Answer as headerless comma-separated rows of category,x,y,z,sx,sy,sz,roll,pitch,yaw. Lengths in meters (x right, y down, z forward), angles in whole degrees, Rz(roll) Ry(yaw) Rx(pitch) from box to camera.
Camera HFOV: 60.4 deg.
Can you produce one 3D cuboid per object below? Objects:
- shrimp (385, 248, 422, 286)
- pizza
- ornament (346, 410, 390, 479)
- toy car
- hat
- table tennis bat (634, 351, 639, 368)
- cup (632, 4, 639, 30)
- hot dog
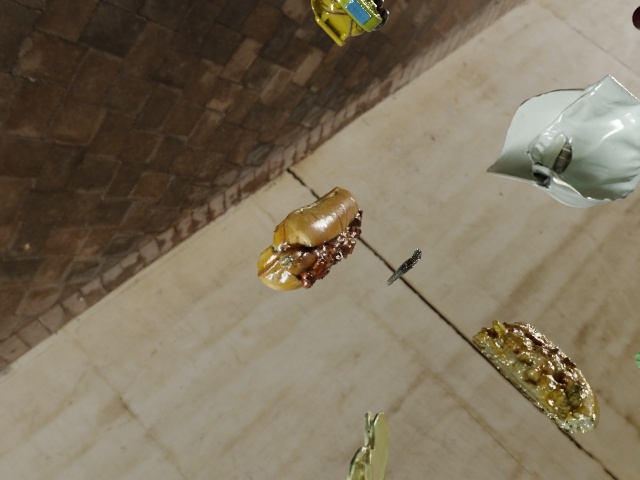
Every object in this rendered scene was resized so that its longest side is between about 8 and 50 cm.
shrimp,0.269,0.094,1.770,0.161,0.034,0.091,-48,174,17
pizza,0.461,0.259,1.098,0.268,0.258,0.087,12,120,-52
ornament,0.120,0.503,1.229,0.201,0.059,0.180,-58,137,-57
toy car,0.049,-0.577,1.321,0.142,0.248,0.200,-35,127,27
hat,0.491,-0.172,1.129,0.258,0.168,0.301,-58,-153,-10
table tennis bat,0.784,0.273,1.243,0.257,0.160,0.039,61,39,-74
cup,0.635,-0.326,0.913,0.176,0.239,0.166,-19,129,-6
hot dog,0.000,0.000,0.653,0.102,0.076,0.249,-56,173,22
